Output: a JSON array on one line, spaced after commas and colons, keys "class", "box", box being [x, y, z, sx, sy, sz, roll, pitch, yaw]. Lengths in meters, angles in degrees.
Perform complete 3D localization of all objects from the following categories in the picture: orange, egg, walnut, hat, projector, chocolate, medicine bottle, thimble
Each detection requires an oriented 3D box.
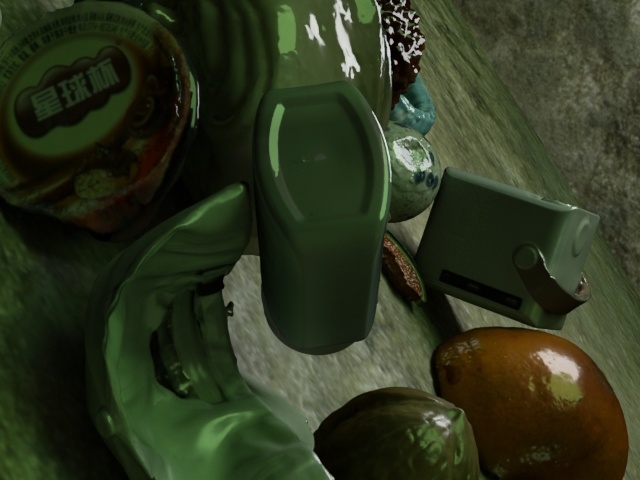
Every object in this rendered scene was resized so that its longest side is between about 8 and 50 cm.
[{"class": "orange", "box": [0.278, 0.243, 1.733, 0.310, 0.274, 0.274, 15, 32, -12]}, {"class": "egg", "box": [0.083, -0.096, 1.760, 0.182, 0.141, 0.141, 11, 44, -41]}, {"class": "walnut", "box": [0.062, 0.211, 1.158, 0.155, 0.184, 0.155, 45, 17, -17]}, {"class": "hat", "box": [-0.109, 0.093, 1.059, 0.301, 0.168, 0.257, -153, -133, -82]}, {"class": "projector", "box": [0.269, 0.015, 1.802, 0.242, 0.177, 0.163, 22, 6, 29]}, {"class": "chocolate", "box": [-0.182, -0.088, 1.129, 0.221, 0.221, 0.147, 64, 5, 25]}, {"class": "medicine bottle", "box": [0.000, 0.000, 1.092, 0.296, 0.111, 0.161, 94, -13, -63]}, {"class": "thimble", "box": [0.068, -0.207, 1.904, 0.198, 0.143, 0.235, 47, 23, -18]}]

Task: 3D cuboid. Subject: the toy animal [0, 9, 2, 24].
[{"class": "toy animal", "box": [-0.317, -0.147, 0.895, 0.208, 0.156, 0.204, 47, 36, -31]}]

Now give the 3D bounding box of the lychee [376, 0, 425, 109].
[{"class": "lychee", "box": [-0.003, -0.272, 1.688, 0.267, 0.267, 0.267, 45, 22, -24]}]

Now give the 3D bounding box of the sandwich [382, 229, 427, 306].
[{"class": "sandwich", "box": [0.102, 0.033, 1.755, 0.135, 0.029, 0.067, 56, 25, 1]}]

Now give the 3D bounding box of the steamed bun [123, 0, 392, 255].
[{"class": "steamed bun", "box": [-0.053, -0.181, 1.299, 0.352, 0.247, 0.339, 85, -21, -64]}]
